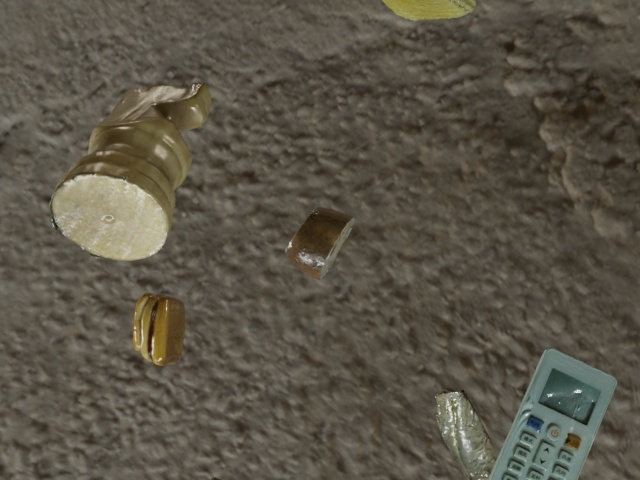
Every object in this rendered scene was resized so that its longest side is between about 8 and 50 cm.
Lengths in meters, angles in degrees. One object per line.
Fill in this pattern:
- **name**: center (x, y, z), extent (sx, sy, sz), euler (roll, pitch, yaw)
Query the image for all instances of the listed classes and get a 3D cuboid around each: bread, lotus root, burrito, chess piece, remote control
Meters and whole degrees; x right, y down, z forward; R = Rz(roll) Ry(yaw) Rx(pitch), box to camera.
- **bread**: center (-0.276, 0.151, 1.597), extent (0.077, 0.200, 0.116), euler (9, 84, 1)
- **bread**: center (0.118, -0.370, 1.218), extent (0.138, 0.196, 0.102), euler (21, 85, 39)
- **lotus root**: center (0.001, -0.002, 1.601), extent (0.081, 0.112, 0.122), euler (34, 40, 4)
- **burrito**: center (0.205, 0.279, 1.232), extent (0.058, 0.229, 0.063), euler (-24, 24, 19)
- **chess piece**: center (-0.224, -0.112, 1.157), extent (0.137, 0.137, 0.301), euler (-15, 35, 17)
- **remote control**: center (0.165, 0.166, 0.707), extent (0.061, 0.029, 0.162), euler (26, 80, 3)

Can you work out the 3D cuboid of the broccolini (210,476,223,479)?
- **broccolini**: center (-0.089, 0.346, 1.311), extent (0.140, 0.030, 0.035), euler (5, 29, 21)
